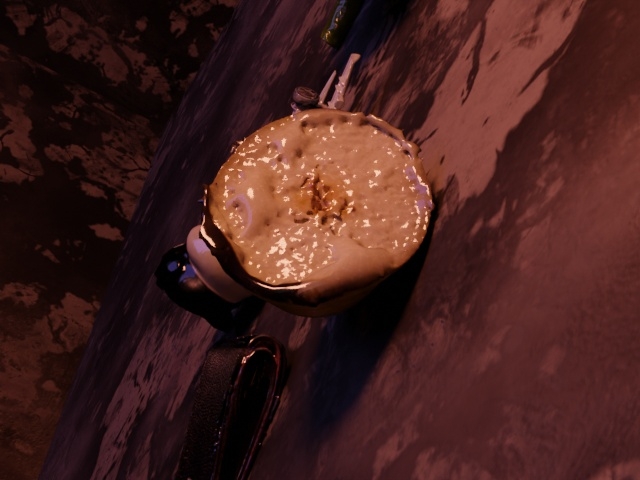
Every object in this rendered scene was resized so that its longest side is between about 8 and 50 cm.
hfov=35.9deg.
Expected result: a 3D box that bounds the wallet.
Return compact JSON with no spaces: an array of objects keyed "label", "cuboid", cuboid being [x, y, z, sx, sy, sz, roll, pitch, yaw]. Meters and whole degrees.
[{"label":"wallet","cuboid":[-0.136,0.251,1.312,0.221,0.071,0.262,-16,56,67]}]

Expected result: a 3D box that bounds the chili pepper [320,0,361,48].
[{"label":"chili pepper","cuboid":[0.056,-0.451,1.843,0.052,0.050,0.201,18,78,37]}]

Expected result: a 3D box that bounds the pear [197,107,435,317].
[{"label":"pear","cuboid":[0.002,-0.001,1.113,0.178,0.267,0.266,85,-164,-53]}]

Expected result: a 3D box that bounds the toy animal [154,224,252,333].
[{"label":"toy animal","cuboid":[-0.149,0.044,1.541,0.179,0.166,0.138,-43,52,25]}]

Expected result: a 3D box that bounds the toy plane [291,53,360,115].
[{"label":"toy plane","cuboid":[-0.007,-0.150,1.465,0.255,0.101,0.251,-88,18,-55]}]
